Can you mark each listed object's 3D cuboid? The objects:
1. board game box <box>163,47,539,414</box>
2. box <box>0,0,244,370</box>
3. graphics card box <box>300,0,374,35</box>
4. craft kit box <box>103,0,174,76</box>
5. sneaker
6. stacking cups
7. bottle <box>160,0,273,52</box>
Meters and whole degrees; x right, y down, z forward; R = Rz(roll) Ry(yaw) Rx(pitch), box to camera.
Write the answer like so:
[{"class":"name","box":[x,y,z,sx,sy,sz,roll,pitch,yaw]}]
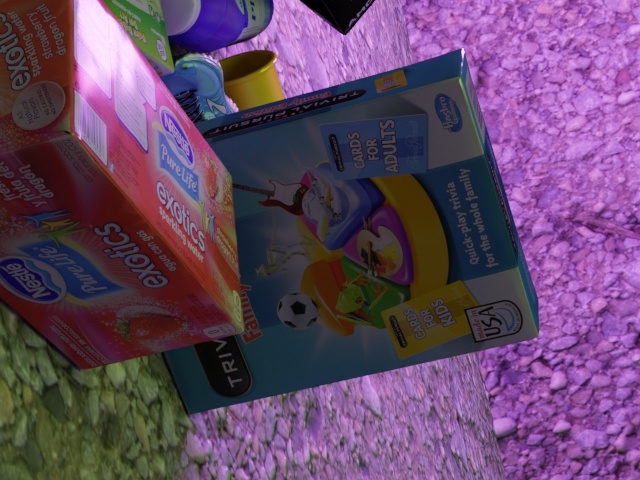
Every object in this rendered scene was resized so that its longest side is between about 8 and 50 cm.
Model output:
[{"class":"board game box","box":[0.000,0.000,1.341,0.079,0.336,0.254,-75,148,-64]},{"class":"box","box":[-0.176,-0.043,1.093,0.300,0.142,0.154,55,25,-56]},{"class":"graphics card box","box":[-0.057,-0.372,1.696,0.233,0.094,0.371,40,0,13]},{"class":"craft kit box","box":[-0.218,-0.289,1.359,0.250,0.061,0.247,29,46,-71]},{"class":"sneaker","box":[-0.124,-0.136,1.565,0.162,0.063,0.073,54,29,-56]},{"class":"stacking cups","box":[-0.043,-0.058,1.730,0.096,0.096,0.316,-76,149,-62]},{"class":"bottle","box":[-0.126,-0.261,1.609,0.283,0.092,0.118,-42,111,-74]}]
